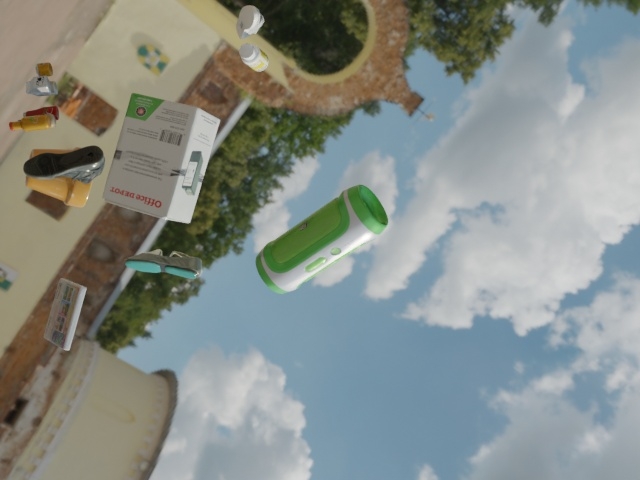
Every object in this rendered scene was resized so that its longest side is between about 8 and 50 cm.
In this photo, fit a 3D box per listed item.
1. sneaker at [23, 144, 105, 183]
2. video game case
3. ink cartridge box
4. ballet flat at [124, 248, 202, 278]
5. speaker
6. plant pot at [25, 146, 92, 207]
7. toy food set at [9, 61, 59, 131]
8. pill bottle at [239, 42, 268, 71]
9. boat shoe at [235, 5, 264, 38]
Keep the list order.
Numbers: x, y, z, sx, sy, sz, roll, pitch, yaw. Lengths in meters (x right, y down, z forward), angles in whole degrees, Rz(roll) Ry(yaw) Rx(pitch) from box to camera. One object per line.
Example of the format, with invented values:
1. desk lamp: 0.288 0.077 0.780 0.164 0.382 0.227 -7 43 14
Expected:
1. sneaker: -0.753 -0.209 2.006 0.130 0.228 0.087 110 -38 -65
2. video game case: -0.631 0.179 1.666 0.143 0.019 0.157 9 -97 49
3. ink cartridge box: -0.410 -0.209 1.735 0.121 0.211 0.288 15 92 -68
4. ballet flat: -0.441 0.059 1.908 0.072 0.214 0.068 106 -7 -60
5. speaker: 0.000 0.000 1.488 0.297 0.131 0.131 -34 -153 23
6. plant pot: -0.883 -0.227 2.274 0.205 0.188 0.205 -26 -122 54
7. toy food set: -0.814 -0.394 1.920 0.111 0.105 0.232 94 -13 -66
8. pill bottle: -0.209 -0.570 2.091 0.065 0.065 0.116 -52 167 7
9. boat shoe: -0.201 -0.650 2.006 0.063 0.066 0.184 -22 178 -19
